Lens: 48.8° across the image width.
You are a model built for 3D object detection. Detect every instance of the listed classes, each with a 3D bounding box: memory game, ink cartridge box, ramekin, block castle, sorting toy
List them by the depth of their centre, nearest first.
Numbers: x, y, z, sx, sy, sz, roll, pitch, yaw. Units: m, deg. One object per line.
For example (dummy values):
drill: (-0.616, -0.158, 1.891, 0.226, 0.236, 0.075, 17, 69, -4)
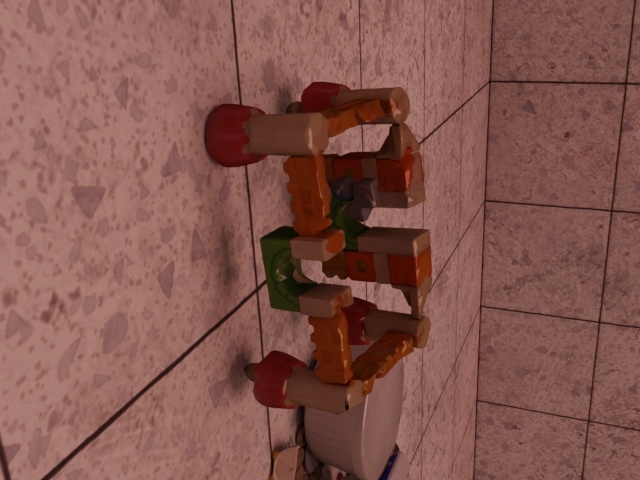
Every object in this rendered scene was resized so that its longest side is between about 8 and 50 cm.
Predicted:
block castle: (0.000, 0.000, 1.057, 0.303, 0.213, 0.453, -30, 118, -49)
sorting toy: (-0.055, 0.395, 1.242, 0.075, 0.045, 0.083, 15, 81, -75)
ramekin: (0.067, 0.318, 1.369, 0.273, 0.127, 0.272, 6, 90, -68)
memory game: (-0.014, 0.402, 1.378, 0.186, 0.012, 0.186, 6, 90, -68)
ink cartridge box: (0.067, 0.527, 1.390, 0.045, 0.206, 0.208, 52, 31, -2)

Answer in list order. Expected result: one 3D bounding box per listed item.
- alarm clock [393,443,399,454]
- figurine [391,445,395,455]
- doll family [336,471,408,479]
alarm clock: (0.171, 0.572, 1.819, 0.192, 0.064, 0.129, -42, 134, -63)
figurine: (0.138, 0.410, 1.636, 0.209, 0.092, 0.214, 26, 64, -72)
doll family: (0.141, 0.586, 1.607, 0.118, 0.163, 0.263, -60, 148, -44)
